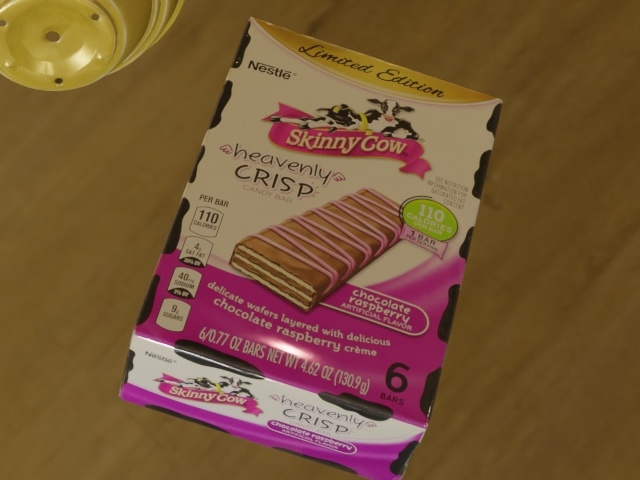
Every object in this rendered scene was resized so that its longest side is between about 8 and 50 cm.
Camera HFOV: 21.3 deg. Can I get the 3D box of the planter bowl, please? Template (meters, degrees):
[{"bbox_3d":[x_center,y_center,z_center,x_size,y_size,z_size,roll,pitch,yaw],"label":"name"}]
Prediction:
[{"bbox_3d":[-0.210,-0.184,1.341,0.217,0.217,0.090,-25,44,16],"label":"planter bowl"}]

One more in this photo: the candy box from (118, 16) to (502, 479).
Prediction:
[{"bbox_3d":[0.000,0.000,0.937,0.159,0.071,0.233,18,52,-2],"label":"candy box"}]
